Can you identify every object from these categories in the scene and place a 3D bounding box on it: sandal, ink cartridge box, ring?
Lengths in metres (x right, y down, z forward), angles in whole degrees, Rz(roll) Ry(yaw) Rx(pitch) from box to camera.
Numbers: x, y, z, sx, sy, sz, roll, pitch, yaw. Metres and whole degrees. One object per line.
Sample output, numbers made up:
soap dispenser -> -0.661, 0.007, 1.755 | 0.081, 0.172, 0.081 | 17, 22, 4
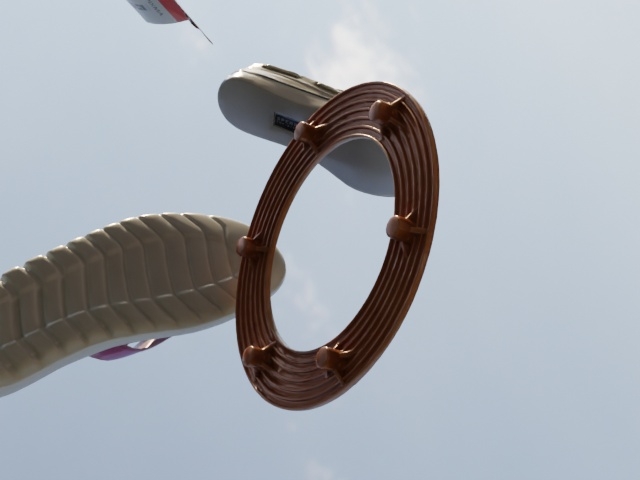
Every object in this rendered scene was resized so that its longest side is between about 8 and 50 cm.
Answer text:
sandal -> -0.240, 0.076, 1.462 | 0.416, 0.102, 0.169 | -16, -126, -22
ink cartridge box -> -0.227, -0.310, 1.488 | 0.189, 0.066, 0.232 | 46, -171, -39
ring -> 0.000, 0.000, 1.294 | 0.032, 0.336, 0.337 | 20, -125, -31

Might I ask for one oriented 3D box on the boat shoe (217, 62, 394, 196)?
boat shoe -> 0.011, -0.138, 1.566 | 0.088, 0.267, 0.096 | -49, -26, -47
